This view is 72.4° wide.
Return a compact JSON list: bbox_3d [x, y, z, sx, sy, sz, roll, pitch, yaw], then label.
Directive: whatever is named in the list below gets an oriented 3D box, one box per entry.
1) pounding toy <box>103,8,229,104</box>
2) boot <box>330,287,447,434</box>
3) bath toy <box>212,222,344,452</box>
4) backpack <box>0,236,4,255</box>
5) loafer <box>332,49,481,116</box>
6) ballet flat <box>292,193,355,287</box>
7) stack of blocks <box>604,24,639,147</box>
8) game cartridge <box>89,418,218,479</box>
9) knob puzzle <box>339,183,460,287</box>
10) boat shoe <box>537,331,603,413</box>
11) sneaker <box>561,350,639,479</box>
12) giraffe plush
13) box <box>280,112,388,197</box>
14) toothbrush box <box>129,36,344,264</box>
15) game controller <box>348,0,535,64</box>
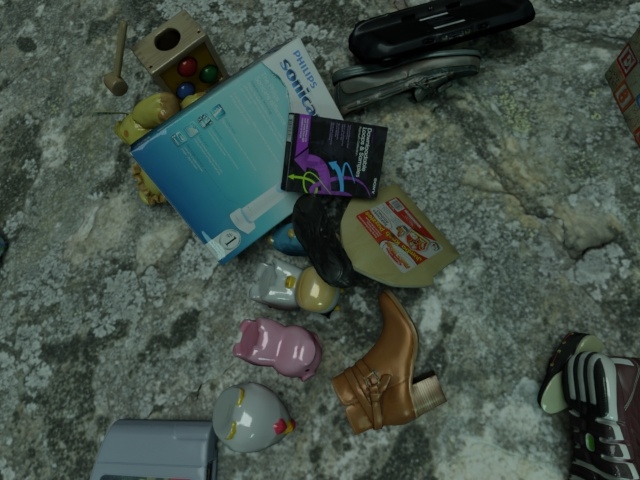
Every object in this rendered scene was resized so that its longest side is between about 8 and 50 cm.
[{"bbox_3d":[-0.300,-0.324,0.824,0.206,0.181,0.094,-39,72,-4],"label":"pounding toy"},{"bbox_3d":[0.085,0.185,0.673,0.152,0.073,0.197,-23,69,5],"label":"boot"},{"bbox_3d":[-0.049,0.151,0.680,0.151,0.129,0.349,-5,63,54],"label":"bath toy"},{"bbox_3d":[-0.670,0.024,0.825,0.104,0.084,0.114,26,76,13],"label":"backpack"},{"bbox_3d":[0.156,-0.283,0.804,0.267,0.096,0.084,-4,92,14],"label":"loafer"},{"bbox_3d":[0.000,0.000,0.648,0.057,0.049,0.173,-32,56,14],"label":"ballet flat"},{"bbox_3d":[0.570,-0.197,0.663,0.087,0.171,0.298,-13,72,4],"label":"stack of blocks"},{"bbox_3d":[-0.261,0.428,0.660,0.195,0.060,0.295,-4,73,11],"label":"game cartridge"},{"bbox_3d":[0.109,0.003,0.709,0.213,0.030,0.213,11,53,-15],"label":"knob puzzle"},{"bbox_3d":[0.361,0.194,0.645,0.049,0.042,0.133,38,82,-9],"label":"boat shoe"},{"bbox_3d":[0.425,0.289,0.577,0.162,0.106,0.282,1,86,-11],"label":"sneaker"},{"bbox_3d":[-0.277,-0.155,0.790,0.210,0.181,0.171,-15,95,-20],"label":"giraffe plush"},{"bbox_3d":[0.024,-0.129,0.680,0.162,0.029,0.116,0,105,-25],"label":"box"},{"bbox_3d":[-0.113,-0.143,0.702,0.295,0.216,0.126,-38,27,-7],"label":"toothbrush box"},{"bbox_3d":[0.212,-0.388,0.796,0.318,0.067,0.167,-16,46,-1],"label":"game controller"}]
